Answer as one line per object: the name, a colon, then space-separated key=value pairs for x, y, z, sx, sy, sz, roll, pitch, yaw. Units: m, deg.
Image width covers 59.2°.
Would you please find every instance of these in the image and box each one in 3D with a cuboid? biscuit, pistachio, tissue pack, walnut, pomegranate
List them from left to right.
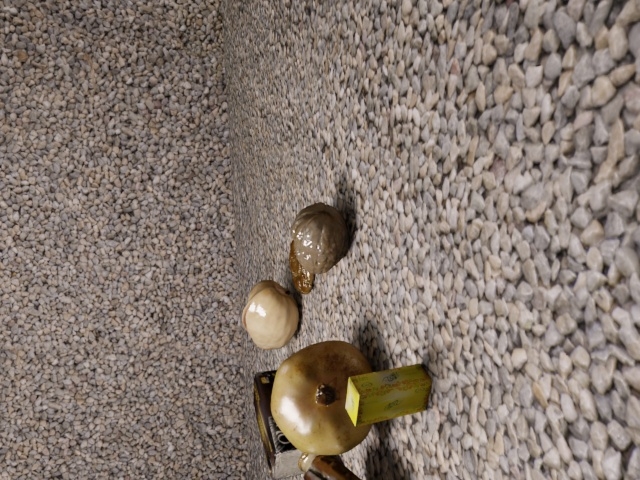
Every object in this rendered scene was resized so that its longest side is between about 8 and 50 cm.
pistachio: x=-0.197 y=0.286 z=2.182 sx=0.230 sy=0.229 sz=0.309 roll=-113 pitch=25 yaw=-42
tissue pack: x=-0.134 y=0.688 z=2.158 sx=0.370 sy=0.198 sz=0.210 roll=-115 pitch=22 yaw=-46
biscuit: x=-0.071 y=0.091 z=2.040 sx=0.226 sy=0.042 sz=0.226 roll=174 pitch=90 yaw=-70
walnut: x=-0.002 y=0.000 z=1.623 sx=0.178 sy=0.178 sz=0.230 roll=-116 pitch=23 yaw=-46
pomegranate: x=0.012 y=0.413 z=1.502 sx=0.319 sy=0.319 sz=0.319 roll=174 pitch=90 yaw=-72
biscuit: x=0.081 y=0.678 z=1.469 sx=0.268 sy=0.115 sz=0.366 roll=42 pitch=162 yaw=-9
tissue pack: x=0.149 y=0.339 z=1.236 sx=0.062 sy=0.176 sz=0.095 roll=-126 pitch=35 yaw=-54

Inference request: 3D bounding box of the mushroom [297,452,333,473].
mushroom: x=0.039 y=0.827 z=1.783 sx=0.407 sy=0.137 sz=0.154 roll=-126 pitch=23 yaw=-61
